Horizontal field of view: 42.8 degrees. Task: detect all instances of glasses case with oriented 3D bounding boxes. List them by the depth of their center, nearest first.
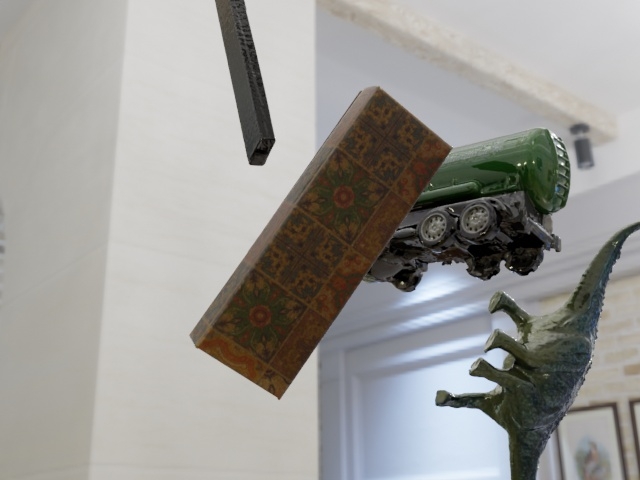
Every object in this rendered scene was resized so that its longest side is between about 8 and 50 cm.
[{"bbox_3d":[0.000,0.000,0.584,0.075,0.218,0.049,36,-4,-18],"label":"glasses case"}]

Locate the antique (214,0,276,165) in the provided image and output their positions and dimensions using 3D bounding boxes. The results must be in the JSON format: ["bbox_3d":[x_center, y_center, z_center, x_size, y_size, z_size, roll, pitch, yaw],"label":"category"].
[{"bbox_3d":[-0.061,-0.144,0.635,0.015,0.192,0.031,1,-32,-26],"label":"antique"}]

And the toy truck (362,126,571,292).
[{"bbox_3d":[0.118,-0.029,0.784,0.243,0.125,0.101,-12,-28,38],"label":"toy truck"}]

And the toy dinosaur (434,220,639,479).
[{"bbox_3d":[0.214,0.125,0.804,0.147,0.362,0.076,26,-6,-8],"label":"toy dinosaur"}]
